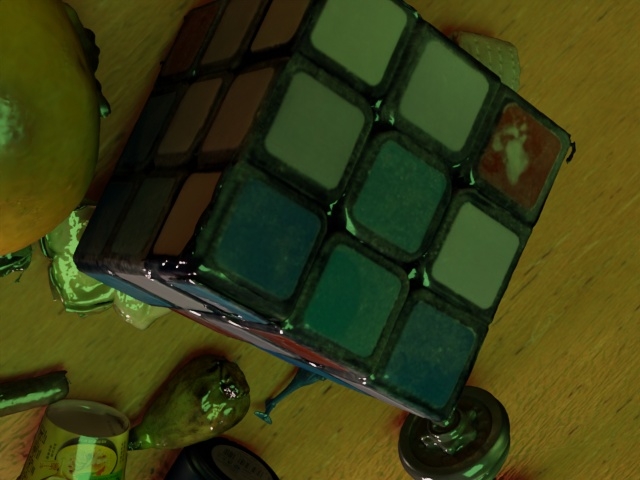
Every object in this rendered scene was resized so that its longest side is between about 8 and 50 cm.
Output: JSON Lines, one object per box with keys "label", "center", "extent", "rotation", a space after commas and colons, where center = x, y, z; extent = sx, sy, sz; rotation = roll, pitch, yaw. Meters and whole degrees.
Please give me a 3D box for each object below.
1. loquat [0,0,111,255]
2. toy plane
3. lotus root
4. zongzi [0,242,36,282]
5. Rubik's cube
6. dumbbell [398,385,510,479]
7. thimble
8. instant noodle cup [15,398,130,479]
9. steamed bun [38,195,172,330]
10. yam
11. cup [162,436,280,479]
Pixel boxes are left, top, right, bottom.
{"label": "loquat", "center": [-0.385, -0.132, 1.047], "extent": [0.359, 0.328, 0.328], "rotation": [-20, 122, -15]}
{"label": "toy plane", "center": [-0.027, 0.199, 1.514], "extent": [0.167, 0.062, 0.054], "rotation": [-42, 123, 16]}
{"label": "lotus root", "center": [-0.184, 0.233, 1.459], "extent": [0.190, 0.094, 0.108], "rotation": [-33, 84, 11]}
{"label": "zongzi", "center": [-0.407, 0.041, 1.296], "extent": [0.109, 0.055, 0.119], "rotation": [0, 128, -21]}
{"label": "Rubik's cube", "center": [-0.007, -0.045, 1.153], "extent": [0.358, 0.363, 0.362], "rotation": [27, 77, -27]}
{"label": "dumbbell", "center": [0.261, 0.389, 1.649], "extent": [0.179, 0.179, 0.406], "rotation": [-33, 123, -1]}
{"label": "thimble", "center": [0.193, -0.205, 1.356], "extent": [0.090, 0.102, 0.115], "rotation": [5, 86, -22]}
{"label": "instant noodle cup", "center": [-0.322, 0.289, 1.407], "extent": [0.151, 0.151, 0.122], "rotation": [8, 107, -24]}
{"label": "steamed bun", "center": [-0.250, 0.018, 1.310], "extent": [0.177, 0.106, 0.192], "rotation": [-13, 112, -9]}
{"label": "yam", "center": [-0.455, 0.217, 1.372], "extent": [0.264, 0.046, 0.046], "rotation": [-12, 120, -13]}
{"label": "cup", "center": [-0.168, 0.418, 1.548], "extent": [0.178, 0.255, 0.256], "rotation": [34, 101, 7]}
